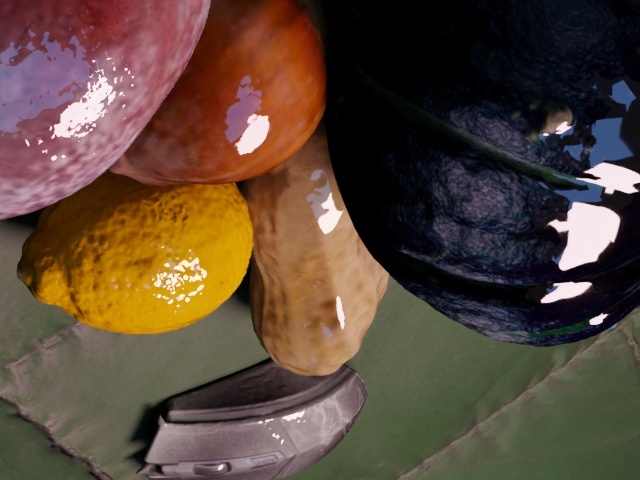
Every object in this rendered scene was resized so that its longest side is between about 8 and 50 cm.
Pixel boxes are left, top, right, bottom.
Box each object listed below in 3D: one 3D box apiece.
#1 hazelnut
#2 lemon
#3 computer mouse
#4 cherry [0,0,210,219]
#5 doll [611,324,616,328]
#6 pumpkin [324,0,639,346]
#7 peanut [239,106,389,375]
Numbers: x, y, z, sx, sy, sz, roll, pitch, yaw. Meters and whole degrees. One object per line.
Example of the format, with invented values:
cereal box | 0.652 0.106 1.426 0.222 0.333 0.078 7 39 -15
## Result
hazelnut | -0.075 -0.112 1.018 0.182 0.182 0.182 -18 139 -17
lemon | -0.134 0.000 1.117 0.187 0.142 0.142 -17 139 -25
computer mouse | -0.058 0.181 1.408 0.231 0.071 0.126 -17 138 -17
cherry | -0.199 -0.131 0.870 0.285 0.213 0.236 -21 125 8
doll | 0.348 0.001 1.463 0.363 0.145 0.199 -4 94 -19
pumpkin | 0.168 -0.112 1.066 0.363 0.266 0.363 -44 148 -38
peanut | 0.000 0.000 1.229 0.125 0.111 0.274 -23 140 -20
